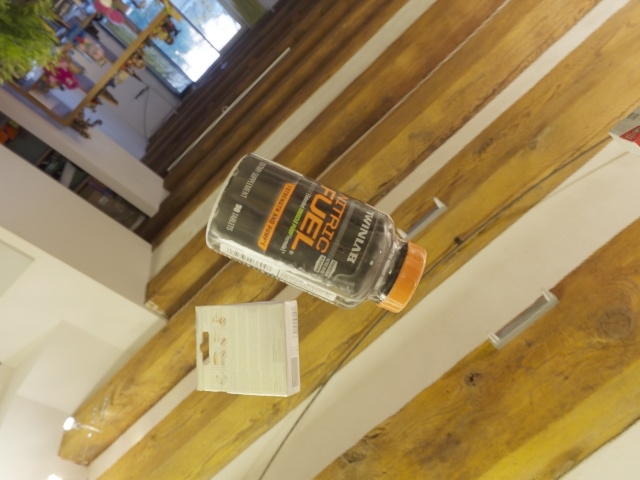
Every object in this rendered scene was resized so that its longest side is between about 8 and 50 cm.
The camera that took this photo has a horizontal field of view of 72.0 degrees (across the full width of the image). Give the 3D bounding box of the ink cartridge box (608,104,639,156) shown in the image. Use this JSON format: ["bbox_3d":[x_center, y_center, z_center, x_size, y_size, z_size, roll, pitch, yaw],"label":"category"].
[{"bbox_3d":[0.587,-0.210,0.750,0.135,0.056,0.099,-47,-171,24],"label":"ink cartridge box"}]

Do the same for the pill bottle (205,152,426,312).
[{"bbox_3d":[0.000,0.000,0.535,0.130,0.246,0.130,-156,-90,-89],"label":"pill bottle"}]

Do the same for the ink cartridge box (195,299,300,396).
[{"bbox_3d":[-0.151,0.217,0.901,0.225,0.056,0.180,-7,-99,27],"label":"ink cartridge box"}]

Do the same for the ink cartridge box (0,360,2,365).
[{"bbox_3d":[-0.540,0.127,0.520,0.208,0.206,0.045,-33,-165,-21],"label":"ink cartridge box"}]
